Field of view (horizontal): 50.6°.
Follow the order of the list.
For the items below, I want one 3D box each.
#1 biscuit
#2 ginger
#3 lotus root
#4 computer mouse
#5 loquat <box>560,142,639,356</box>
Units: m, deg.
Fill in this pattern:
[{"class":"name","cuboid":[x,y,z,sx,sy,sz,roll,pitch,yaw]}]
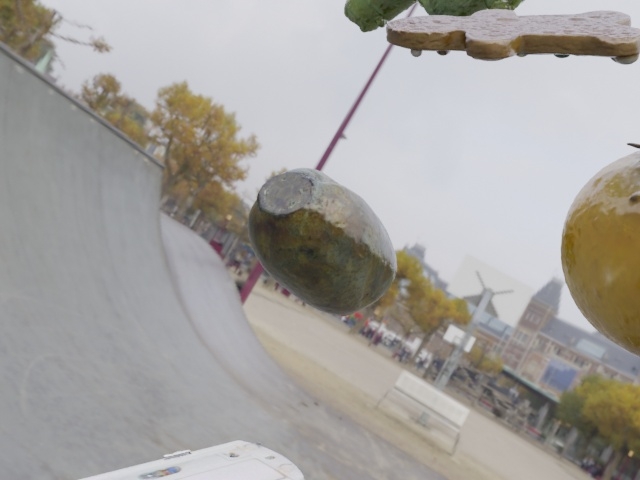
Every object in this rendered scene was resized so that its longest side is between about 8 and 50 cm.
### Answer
[{"class":"biscuit","cuboid":[0.157,-0.172,0.573,0.204,0.031,0.138,5,29,11]},{"class":"ginger","cuboid":[0.158,-0.359,0.965,0.289,0.137,0.089,17,21,33]},{"class":"lotus root","cuboid":[0.000,0.000,1.342,0.250,0.251,0.346,27,-14,36]},{"class":"computer mouse","cuboid":[-0.099,0.157,0.369,0.198,0.045,0.102,-3,6,-39]},{"class":"loquat","cuboid":[0.409,0.006,0.756,0.274,0.275,0.275,30,-4,2]}]
